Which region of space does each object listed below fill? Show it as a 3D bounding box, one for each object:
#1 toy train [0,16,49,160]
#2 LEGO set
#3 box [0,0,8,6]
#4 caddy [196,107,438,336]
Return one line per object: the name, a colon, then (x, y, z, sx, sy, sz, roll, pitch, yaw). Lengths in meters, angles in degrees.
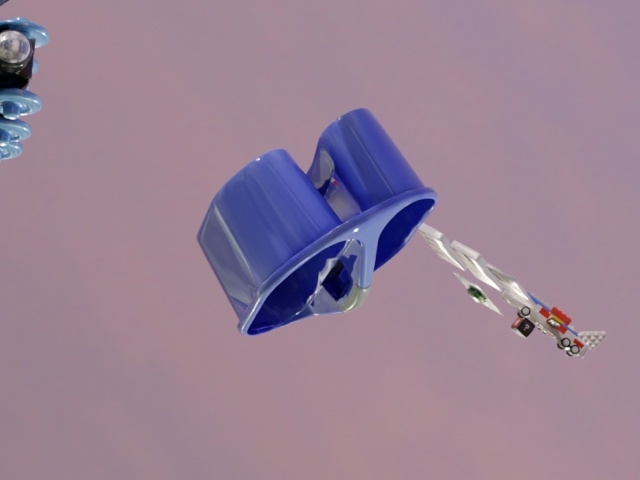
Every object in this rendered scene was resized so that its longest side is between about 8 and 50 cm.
toy train: (-0.262, -0.112, 1.293, 0.184, 0.105, 0.080, 137, -42, -66)
LEGO set: (0.240, 0.062, 2.166, 0.182, 0.060, 0.244, 31, -12, 45)
box: (-0.407, -0.252, 1.813, 0.136, 0.225, 0.036, 31, -31, 35)
caddy: (0.000, 0.000, 2.036, 0.179, 0.241, 0.341, 57, -21, 11)
